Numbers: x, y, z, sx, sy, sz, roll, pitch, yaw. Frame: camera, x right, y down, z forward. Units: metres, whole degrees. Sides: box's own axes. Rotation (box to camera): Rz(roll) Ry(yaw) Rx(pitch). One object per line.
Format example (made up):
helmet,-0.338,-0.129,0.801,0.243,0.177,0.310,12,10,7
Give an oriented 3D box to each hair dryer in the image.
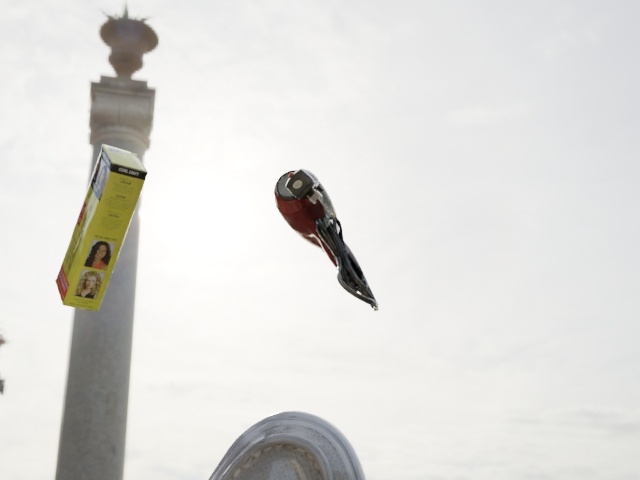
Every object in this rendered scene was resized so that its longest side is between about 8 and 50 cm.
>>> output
hair dryer,0.000,0.000,1.149,0.080,0.224,0.293,-25,5,3

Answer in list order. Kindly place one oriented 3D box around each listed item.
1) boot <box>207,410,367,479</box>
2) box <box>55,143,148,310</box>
boot,-0.048,0.183,0.294,0.095,0.258,0.123,14,-19,14
box,-0.326,-0.018,1.158,0.058,0.087,0.232,13,-71,-32
